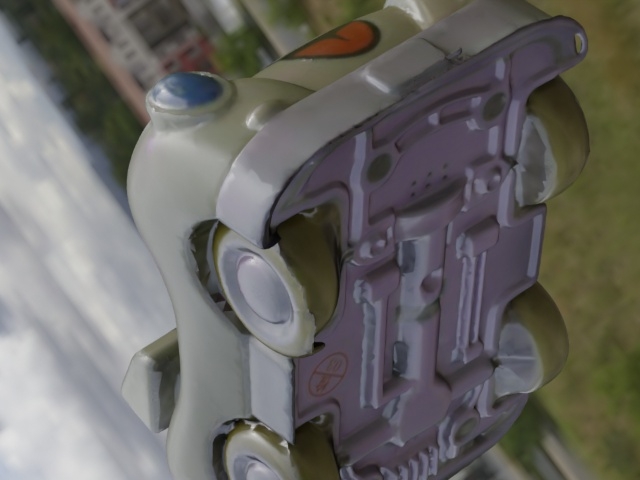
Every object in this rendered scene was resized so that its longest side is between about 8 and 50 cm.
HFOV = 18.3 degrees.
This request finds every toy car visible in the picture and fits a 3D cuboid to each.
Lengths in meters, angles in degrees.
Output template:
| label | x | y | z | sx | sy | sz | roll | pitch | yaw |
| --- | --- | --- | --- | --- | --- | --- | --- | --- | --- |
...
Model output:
| label | x | y | z | sx | sy | sz | roll | pitch | yaw |
| --- | --- | --- | --- | --- | --- | --- | --- | --- | --- |
| toy car | 0.000 | 0.000 | 1.165 | 0.226 | 0.242 | 0.336 | 35 | 143 | 35 |
